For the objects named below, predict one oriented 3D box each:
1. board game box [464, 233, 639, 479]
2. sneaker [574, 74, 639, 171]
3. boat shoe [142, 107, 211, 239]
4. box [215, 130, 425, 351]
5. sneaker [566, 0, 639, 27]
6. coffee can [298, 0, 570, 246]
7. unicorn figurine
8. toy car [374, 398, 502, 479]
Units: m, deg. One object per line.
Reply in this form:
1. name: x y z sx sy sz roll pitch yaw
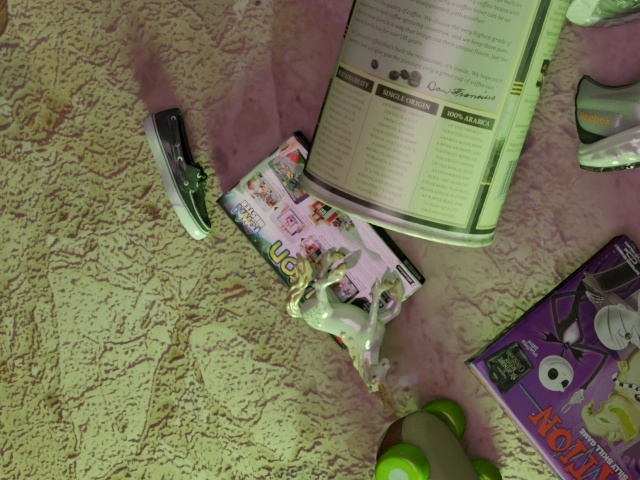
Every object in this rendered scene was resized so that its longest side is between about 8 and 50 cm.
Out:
1. board game box: 0.331 0.191 1.514 0.208 0.056 0.347 -40 90 -3
2. sneaker: 0.375 -0.140 1.463 0.271 0.100 0.108 -12 91 13
3. boat shoe: -0.143 -0.071 1.599 0.040 0.049 0.142 -22 92 13
4. box: 0.000 0.000 1.588 0.114 0.036 0.207 -40 90 14
5. sneaker: 0.316 -0.304 1.463 0.232 0.090 0.115 -43 45 30
6. coffee can: 0.111 -0.156 1.456 0.201 0.201 0.275 19 102 8
7. unicorn figurine: 0.035 0.082 1.550 0.162 0.060 0.111 29 104 22
8. toy car: 0.070 0.273 1.568 0.188 0.155 0.149 -31 92 26
